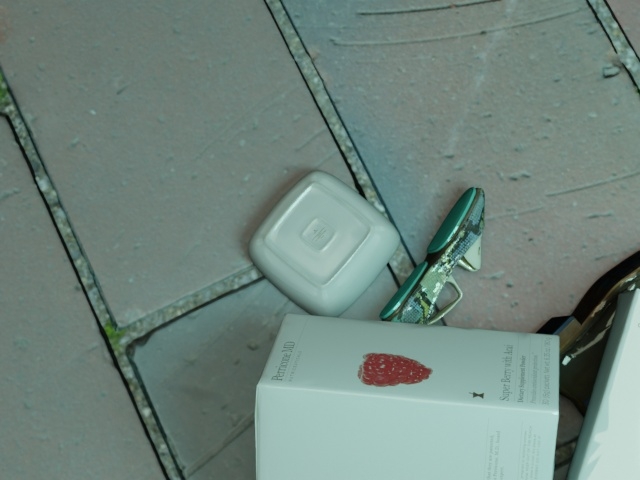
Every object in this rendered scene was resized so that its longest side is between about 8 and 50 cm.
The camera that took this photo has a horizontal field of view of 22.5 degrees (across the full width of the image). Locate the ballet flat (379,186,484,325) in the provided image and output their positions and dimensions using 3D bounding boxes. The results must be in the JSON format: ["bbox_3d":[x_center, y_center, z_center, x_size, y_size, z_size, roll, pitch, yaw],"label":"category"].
[{"bbox_3d":[0.139,0.031,1.768,0.070,0.070,0.188,34,83,13],"label":"ballet flat"}]

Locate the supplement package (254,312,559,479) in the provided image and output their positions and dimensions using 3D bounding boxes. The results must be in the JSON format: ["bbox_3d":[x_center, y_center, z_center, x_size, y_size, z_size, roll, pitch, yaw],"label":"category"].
[{"bbox_3d":[0.090,0.195,1.631,0.293,0.177,0.175,4,113,7],"label":"supplement package"}]

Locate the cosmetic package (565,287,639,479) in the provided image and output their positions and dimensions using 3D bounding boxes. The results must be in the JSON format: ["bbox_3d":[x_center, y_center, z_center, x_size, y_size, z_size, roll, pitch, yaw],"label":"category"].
[{"bbox_3d":[0.345,0.247,1.603,0.197,0.155,0.365,16,89,6],"label":"cosmetic package"}]

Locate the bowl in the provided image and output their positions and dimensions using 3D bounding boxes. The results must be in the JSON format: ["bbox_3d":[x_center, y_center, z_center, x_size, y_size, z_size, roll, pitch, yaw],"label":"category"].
[{"bbox_3d":[0.000,0.000,1.789,0.142,0.053,0.142,40,84,15],"label":"bowl"}]

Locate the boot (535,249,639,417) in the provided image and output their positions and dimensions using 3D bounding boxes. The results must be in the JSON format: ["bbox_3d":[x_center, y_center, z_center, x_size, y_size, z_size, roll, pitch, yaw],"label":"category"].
[{"bbox_3d":[0.328,0.093,1.730,0.219,0.082,0.106,-38,95,-7],"label":"boot"}]
